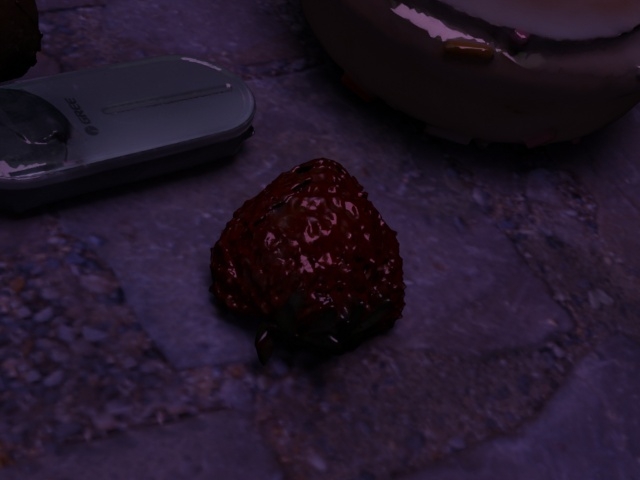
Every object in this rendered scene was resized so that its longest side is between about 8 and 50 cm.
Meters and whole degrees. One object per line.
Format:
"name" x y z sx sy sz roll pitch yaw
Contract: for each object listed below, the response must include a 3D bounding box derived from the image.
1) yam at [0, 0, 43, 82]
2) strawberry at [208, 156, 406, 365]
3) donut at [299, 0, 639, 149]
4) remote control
"yam" -0.323 -0.141 0.796 0.129 0.128 0.238 4 25 35
"strawberry" 0.000 0.002 0.800 0.140 0.085 0.192 35 42 19
"donut" 0.145 -0.228 1.051 0.382 0.142 0.382 11 42 -11
"remote control" -0.160 -0.082 0.849 0.247 0.052 0.104 -16 52 -33
